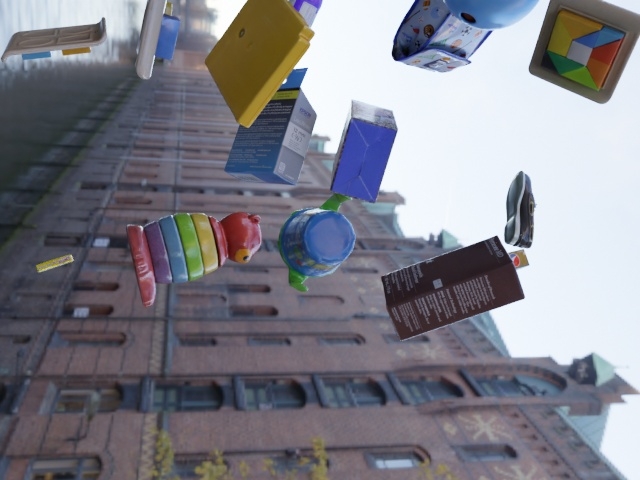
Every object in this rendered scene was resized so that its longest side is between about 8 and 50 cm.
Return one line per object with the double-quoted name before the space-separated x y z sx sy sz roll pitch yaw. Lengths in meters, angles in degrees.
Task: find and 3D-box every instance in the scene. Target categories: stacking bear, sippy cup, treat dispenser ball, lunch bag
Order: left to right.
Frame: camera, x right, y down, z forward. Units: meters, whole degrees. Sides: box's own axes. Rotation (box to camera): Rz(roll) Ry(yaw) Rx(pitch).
"stacking bear" -0.269 0.012 1.483 0.175 0.289 0.164 95 -24 -45
"sippy cup" 0.000 0.000 2.115 0.224 0.240 0.306 164 -82 -74
"lunch bag" 0.511 -0.860 2.745 0.385 0.327 0.239 -49 -124 36
"treat dispenser ball" 0.461 -0.713 1.789 0.288 0.288 0.288 -179 -90 -78

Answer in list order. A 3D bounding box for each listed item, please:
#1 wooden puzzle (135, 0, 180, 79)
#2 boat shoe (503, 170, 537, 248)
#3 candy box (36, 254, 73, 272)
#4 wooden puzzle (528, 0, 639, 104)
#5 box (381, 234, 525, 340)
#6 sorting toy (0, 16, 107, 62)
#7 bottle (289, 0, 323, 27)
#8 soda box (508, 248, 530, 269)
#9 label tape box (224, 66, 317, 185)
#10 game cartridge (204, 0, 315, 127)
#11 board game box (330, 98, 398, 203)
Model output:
"wooden puzzle" -0.366 -0.566 1.577 0.348 0.080 0.322 -116 -139 -61
"boat shoe" 0.557 -0.084 1.844 0.081 0.068 0.228 130 -25 -66
"candy box" -0.819 0.070 2.067 0.206 0.105 0.027 -4 -78 69
"wooden puzzle" 0.624 -0.459 1.599 0.044 0.221 0.239 -45 155 -32
"box" 0.381 0.139 1.968 0.191 0.381 0.143 -92 161 -65
"sorting toy" -0.546 -0.413 1.389 0.193 0.208 0.038 -122 -160 -57
"bottle" -0.050 -0.659 1.893 0.283 0.092 0.118 -65 -163 8
"soda box" 0.591 0.078 2.175 0.058 0.181 0.061 -35 -111 59
"label tape box" -0.141 -0.355 2.097 0.249 0.115 0.348 8 -104 45
"game cartridge" -0.160 -0.479 1.687 0.285 0.052 0.324 -48 -134 20
"board game box" 0.129 -0.277 2.030 0.291 0.141 0.232 -83 -172 -69
